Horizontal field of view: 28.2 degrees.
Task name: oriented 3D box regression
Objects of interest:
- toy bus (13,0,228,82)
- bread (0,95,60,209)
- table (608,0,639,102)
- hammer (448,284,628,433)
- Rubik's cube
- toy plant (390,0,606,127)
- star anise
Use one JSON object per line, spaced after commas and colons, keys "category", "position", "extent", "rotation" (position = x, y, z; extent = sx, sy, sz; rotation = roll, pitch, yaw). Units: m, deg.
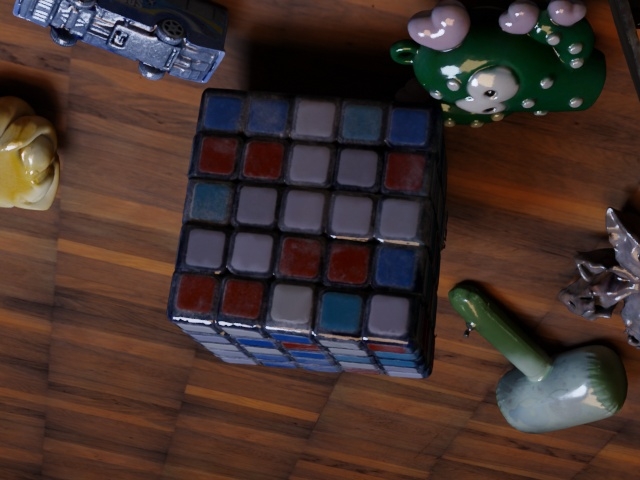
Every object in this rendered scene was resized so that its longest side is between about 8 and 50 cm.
{"category": "toy bus", "position": [-0.225, -0.257, 1.459], "extent": [0.237, 0.094, 0.079], "rotation": [20, 138, -18]}
{"category": "bread", "position": [-0.499, -0.137, 1.675], "extent": [0.311, 0.121, 0.172], "rotation": [10, 143, -1]}
{"category": "table", "position": [0.375, -0.298, 1.159], "extent": [0.249, 0.317, 0.317], "rotation": [-16, 140, 14]}
{"category": "hammer", "position": [0.310, 0.174, 1.960], "extent": [0.206, 0.118, 0.335], "rotation": [-25, 127, 37]}
{"category": "Rubik's cube", "position": [0.000, 0.000, 1.548], "extent": [0.293, 0.291, 0.287], "rotation": [6, 166, 9]}
{"category": "toy plant", "position": [0.195, -0.199, 1.425], "extent": [0.243, 0.112, 0.232], "rotation": [-3, 155, 11]}
{"category": "star anise", "position": [0.438, 0.060, 1.750], "extent": [0.199, 0.110, 0.257], "rotation": [13, 139, -6]}
